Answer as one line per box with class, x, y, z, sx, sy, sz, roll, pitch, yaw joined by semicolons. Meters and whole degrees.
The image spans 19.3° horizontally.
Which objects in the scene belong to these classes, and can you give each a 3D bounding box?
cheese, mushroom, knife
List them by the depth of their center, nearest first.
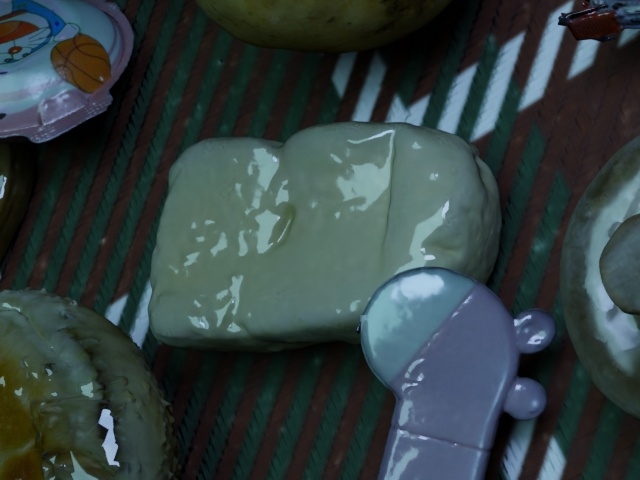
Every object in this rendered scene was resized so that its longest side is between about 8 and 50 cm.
mushroom;0.228;0.018;1.122;0.207;0.215;0.207;-4;82;31
knife;0.056;0.217;1.240;0.132;0.038;0.398;13;88;4
cheese;0.001;0.000;1.340;0.263;0.093;0.159;-4;77;29
cheese;-0.257;-0.161;1.539;0.189;0.074;0.286;-27;44;-15

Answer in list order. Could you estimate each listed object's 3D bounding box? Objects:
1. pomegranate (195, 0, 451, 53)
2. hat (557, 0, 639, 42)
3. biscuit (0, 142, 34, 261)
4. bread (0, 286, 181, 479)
pomegranate;-0.001;-0.255;1.319;0.260;0.260;0.260;-10;71;29
hat;0.260;-0.229;1.257;0.140;0.129;0.227;-8;53;47
biscuit;-0.394;0.014;1.583;0.367;0.063;0.314;-49;56;5
bread;-0.225;0.188;1.382;0.305;0.159;0.305;-12;67;31
